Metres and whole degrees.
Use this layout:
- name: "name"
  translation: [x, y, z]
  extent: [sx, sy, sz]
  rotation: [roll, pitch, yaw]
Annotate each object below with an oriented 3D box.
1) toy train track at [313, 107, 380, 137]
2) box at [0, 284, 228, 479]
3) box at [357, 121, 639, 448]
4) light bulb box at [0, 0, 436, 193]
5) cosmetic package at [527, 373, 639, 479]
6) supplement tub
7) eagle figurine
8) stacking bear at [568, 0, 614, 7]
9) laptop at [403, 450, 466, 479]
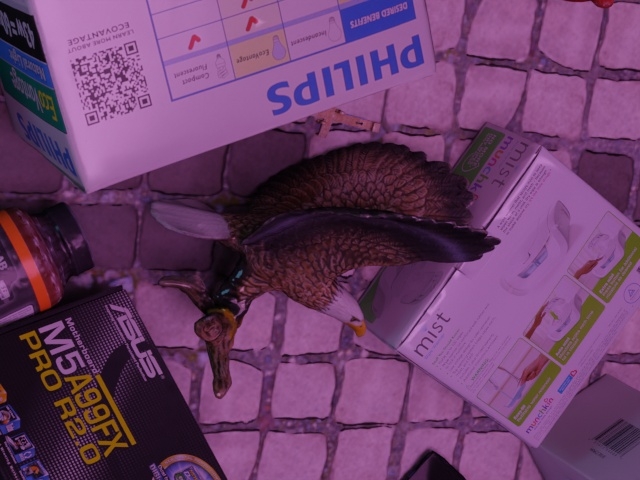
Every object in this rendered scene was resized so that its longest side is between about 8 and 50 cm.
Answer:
- name: "toy train track"
  translation: [0.026, -0.124, 1.681]
  extent: [0.083, 0.014, 0.048]
  rotation: [12, 101, -28]
- name: "box"
  translation: [-0.215, 0.196, 1.511]
  extent: [0.216, 0.060, 0.270]
  rotation: [-20, 77, -43]
- name: "box"
  translation: [0.206, 0.049, 1.755]
  extent: [0.231, 0.127, 0.262]
  rotation: [35, 90, -29]
- name: "light bulb box"
  translation: [-0.126, -0.283, 1.438]
  extent: [0.358, 0.225, 0.361]
  rotation: [-21, 114, -19]
- name: "cosmetic package"
  translation: [0.377, 0.306, 1.858]
  extent: [0.138, 0.224, 0.224]
  rotation: [-32, 117, -15]
- name: "supplement tub"
  translation: [-0.314, 0.035, 1.524]
  extent: [0.198, 0.106, 0.106]
  rotation: [-27, 116, -15]
- name: "eagle figurine"
  translation: [0.006, 0.005, 1.602]
  extent: [0.298, 0.226, 0.225]
  rotation: [-36, 150, 11]
- name: "stacking bear"
  translation: [0.248, -0.374, 1.629]
  extent: [0.164, 0.175, 0.289]
  rotation: [-29, 123, -16]
- name: "laptop"
  translation: [0.133, 0.419, 1.834]
  extent: [0.264, 0.136, 0.234]
  rotation: [-47, 120, -4]
